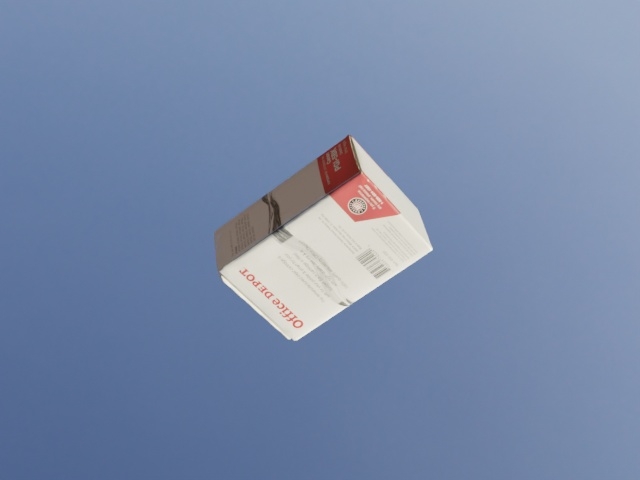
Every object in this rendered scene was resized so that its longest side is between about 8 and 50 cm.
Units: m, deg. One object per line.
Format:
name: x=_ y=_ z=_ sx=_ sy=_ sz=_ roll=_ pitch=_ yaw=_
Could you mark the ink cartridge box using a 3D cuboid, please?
ink cartridge box: x=0.000 y=0.000 z=0.892 sx=0.099 sy=0.135 sz=0.056 roll=46 pitch=-161 yaw=-34
